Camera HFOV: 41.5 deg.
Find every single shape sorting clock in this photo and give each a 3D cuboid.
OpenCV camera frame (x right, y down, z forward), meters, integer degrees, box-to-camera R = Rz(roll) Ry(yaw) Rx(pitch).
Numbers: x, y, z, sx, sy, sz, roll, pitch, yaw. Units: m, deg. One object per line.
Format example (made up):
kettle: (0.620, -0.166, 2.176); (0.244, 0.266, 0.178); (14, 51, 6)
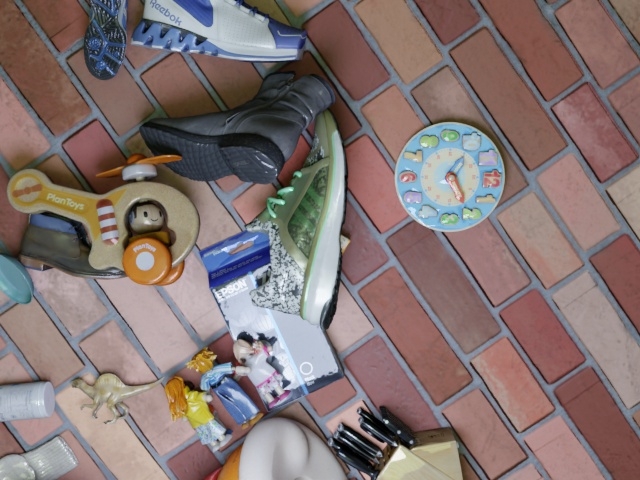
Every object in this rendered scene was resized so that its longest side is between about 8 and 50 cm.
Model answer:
shape sorting clock: (0.243, -0.119, 1.585); (0.206, 0.040, 0.206); (0, 95, 0)

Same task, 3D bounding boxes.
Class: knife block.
knife block: (0.148, 0.451, 1.612); (0.242, 0.088, 0.275); (-11, 95, 2)

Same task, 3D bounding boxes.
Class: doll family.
doll family: (-0.192, 0.283, 1.546); (0.263, 0.118, 0.163); (-38, 90, 27)

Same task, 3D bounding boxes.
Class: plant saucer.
plant saucer: (-0.577, 0.067, 1.580); (0.119, 0.119, 0.021); (48, 50, -4)

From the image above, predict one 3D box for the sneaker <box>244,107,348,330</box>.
sneaker: (-0.045, -0.051, 1.506); (0.182, 0.158, 0.410); (5, 77, 2)

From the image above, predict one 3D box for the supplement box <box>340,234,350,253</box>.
supplement box: (0.000, 0.000, 1.597); (0.098, 0.036, 0.062); (30, 93, -2)

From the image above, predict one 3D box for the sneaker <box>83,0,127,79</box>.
sneaker: (-0.384, -0.398, 1.545); (0.080, 0.081, 0.211); (11, 112, -3)

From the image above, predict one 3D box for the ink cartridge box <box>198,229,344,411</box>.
ink cartridge box: (-0.095, 0.140, 1.597); (0.165, 0.065, 0.332); (-26, 94, 3)

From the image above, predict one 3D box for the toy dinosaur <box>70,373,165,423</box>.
toy dinosaur: (-0.393, 0.300, 1.614); (0.183, 0.053, 0.092); (1, 94, 0)

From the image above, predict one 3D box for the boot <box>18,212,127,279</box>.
boot: (-0.454, 0.010, 1.574); (0.219, 0.082, 0.106); (8, 98, 1)

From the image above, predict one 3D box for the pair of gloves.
pair of gloves: (-0.546, 0.520, 1.638); (0.204, 0.042, 0.240); (-23, 94, 2)

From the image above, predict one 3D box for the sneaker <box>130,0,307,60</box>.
sneaker: (-0.179, -0.419, 1.510); (0.316, 0.127, 0.182); (7, 101, 0)

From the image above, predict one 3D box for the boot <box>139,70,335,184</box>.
boot: (-0.149, -0.216, 1.533); (0.338, 0.118, 0.222); (14, 55, 31)

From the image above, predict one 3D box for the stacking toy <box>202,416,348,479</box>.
stacking toy: (-0.187, 0.566, 1.560); (0.480, 0.350, 0.350); (-29, 95, 22)

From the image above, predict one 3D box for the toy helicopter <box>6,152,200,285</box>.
toy helicopter: (-0.386, -0.067, 1.513); (0.355, 0.140, 0.235); (16, 88, 4)

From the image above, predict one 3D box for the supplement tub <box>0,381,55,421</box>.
supplement tub: (-0.568, 0.306, 1.605); (0.107, 0.071, 0.071); (-5, 95, -1)
